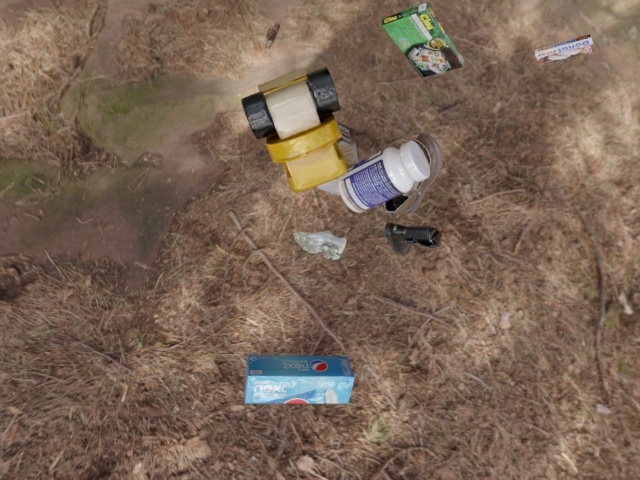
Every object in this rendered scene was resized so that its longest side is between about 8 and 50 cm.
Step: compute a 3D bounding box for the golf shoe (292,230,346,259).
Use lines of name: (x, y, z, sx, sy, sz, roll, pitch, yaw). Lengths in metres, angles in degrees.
golf shoe: (0.000, 0.000, 1.481, 0.176, 0.069, 0.086, 22, 54, 22)

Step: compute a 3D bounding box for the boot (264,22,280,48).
boot: (-0.208, -0.814, 1.887, 0.037, 0.106, 0.114, 24, 66, -21)

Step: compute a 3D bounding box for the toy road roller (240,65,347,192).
toy road roller: (-0.048, -0.260, 1.092, 0.203, 0.329, 0.240, -20, 113, 3)

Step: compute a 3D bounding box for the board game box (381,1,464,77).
board game box: (0.295, -0.556, 1.311, 0.260, 0.136, 0.030, 26, 70, -50)

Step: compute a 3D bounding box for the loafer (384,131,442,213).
loafer: (0.326, -0.219, 1.683, 0.130, 0.365, 0.134, -23, 54, -29)

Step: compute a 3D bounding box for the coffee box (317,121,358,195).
coffee box: (0.058, -0.304, 1.709, 0.141, 0.098, 0.246, 11, 67, -47)

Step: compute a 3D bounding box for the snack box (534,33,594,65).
snack box: (0.859, -0.669, 1.635, 0.064, 0.178, 0.022, 39, 60, -41)

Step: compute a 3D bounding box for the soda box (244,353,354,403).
soda box: (-0.044, 0.278, 0.930, 0.210, 0.067, 0.071, 5, 114, -12)

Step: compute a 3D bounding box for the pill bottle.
pill bottle: (0.199, -0.202, 1.468, 0.153, 0.265, 0.153, 30, 48, -41)

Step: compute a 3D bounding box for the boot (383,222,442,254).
boot: (0.394, 0.004, 1.897, 0.246, 0.207, 0.094, 43, 62, -53)
